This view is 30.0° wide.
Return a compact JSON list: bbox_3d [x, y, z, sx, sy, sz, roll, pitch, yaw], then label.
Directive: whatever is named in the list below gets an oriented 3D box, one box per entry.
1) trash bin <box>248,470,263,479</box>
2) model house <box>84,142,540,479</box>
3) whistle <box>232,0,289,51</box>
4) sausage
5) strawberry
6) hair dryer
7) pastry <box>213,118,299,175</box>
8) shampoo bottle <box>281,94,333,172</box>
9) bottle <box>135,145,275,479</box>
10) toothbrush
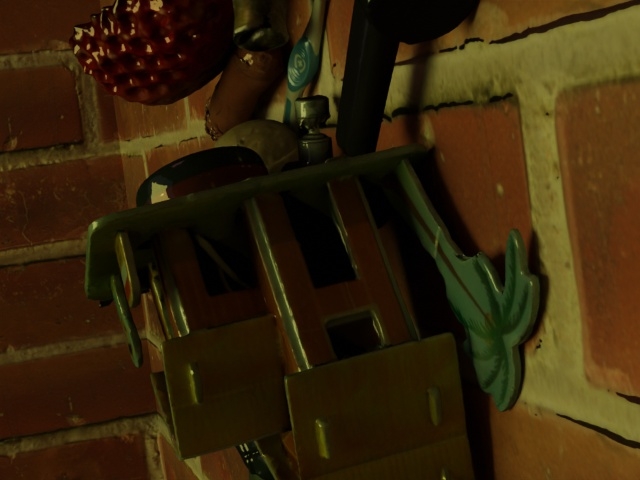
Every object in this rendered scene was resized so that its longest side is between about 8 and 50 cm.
[{"bbox_3d":[0.020,0.370,1.256,0.343,0.158,0.223,-123,29,-57],"label":"trash bin"},{"bbox_3d":[-0.003,0.095,0.973,0.340,0.300,0.324,121,132,-67],"label":"model house"},{"bbox_3d":[-0.071,-0.366,1.307,0.068,0.057,0.326,54,-149,-72],"label":"whistle"},{"bbox_3d":[-0.101,-0.192,1.539,0.304,0.078,0.078,128,131,-68],"label":"sausage"},{"bbox_3d":[-0.169,-0.263,1.481,0.149,0.265,0.336,58,169,-10],"label":"strawberry"},{"bbox_3d":[0.040,-0.177,0.999,0.197,0.089,0.251,-115,25,-44],"label":"hair dryer"},{"bbox_3d":[-0.061,-0.067,1.403,0.156,0.092,0.156,56,159,34],"label":"pastry"},{"bbox_3d":[0.000,0.000,1.283,0.098,0.071,0.309,-146,49,-70],"label":"shampoo bottle"},{"bbox_3d":[-0.070,0.078,1.218,0.144,0.144,0.336,119,131,-65],"label":"bottle"},{"bbox_3d":[-0.018,-0.193,1.332,0.386,0.040,0.040,100,156,-58],"label":"toothbrush"}]
